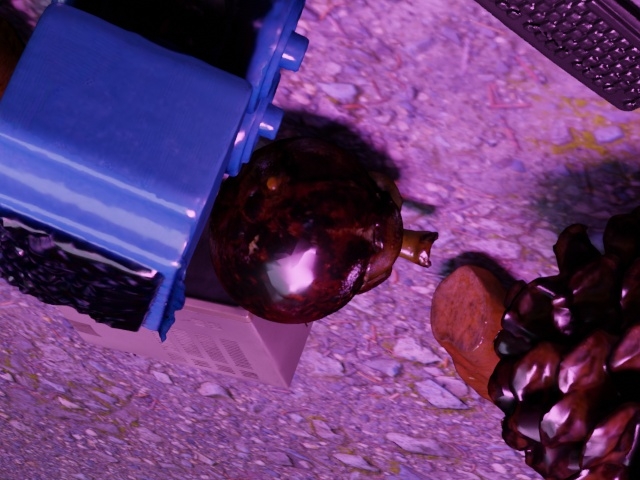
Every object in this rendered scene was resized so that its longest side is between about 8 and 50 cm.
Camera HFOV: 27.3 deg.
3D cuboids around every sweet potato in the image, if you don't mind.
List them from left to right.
[{"bbox_3d":[0.175,0.110,1.312,0.097,0.097,0.252,6,153,28],"label":"sweet potato"}]

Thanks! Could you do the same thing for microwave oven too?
[{"bbox_3d":[-0.135,0.036,1.328,0.240,0.145,0.194,10,155,20],"label":"microwave oven"}]

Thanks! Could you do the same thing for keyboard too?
[{"bbox_3d":[0.147,-0.162,0.876,0.250,0.017,0.087,33,151,-26],"label":"keyboard"}]

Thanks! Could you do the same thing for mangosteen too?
[{"bbox_3d":[-0.010,-0.005,1.146,0.172,0.172,0.184,4,176,31],"label":"mangosteen"}]

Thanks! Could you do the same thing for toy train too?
[{"bbox_3d":[-0.133,-0.075,0.953,0.188,0.265,0.300,22,162,-4],"label":"toy train"}]

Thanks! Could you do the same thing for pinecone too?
[{"bbox_3d":[0.275,0.096,1.023,0.298,0.242,0.296,-10,-156,-42],"label":"pinecone"}]

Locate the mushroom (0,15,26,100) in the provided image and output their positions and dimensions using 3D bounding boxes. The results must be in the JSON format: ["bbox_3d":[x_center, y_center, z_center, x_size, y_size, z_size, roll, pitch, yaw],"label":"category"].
[{"bbox_3d":[-0.364,-0.136,1.140,0.253,0.153,0.253,14,145,10],"label":"mushroom"}]
